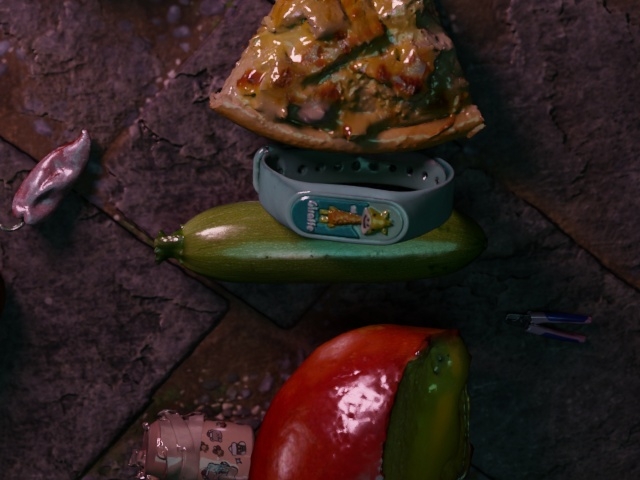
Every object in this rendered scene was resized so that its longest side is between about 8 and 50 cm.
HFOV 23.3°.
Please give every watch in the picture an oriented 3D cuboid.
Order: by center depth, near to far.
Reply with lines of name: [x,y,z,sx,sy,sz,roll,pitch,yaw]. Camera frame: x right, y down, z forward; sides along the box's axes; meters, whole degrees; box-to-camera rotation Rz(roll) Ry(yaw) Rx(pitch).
watch: [0.036,-0.062,1.788,0.237,0.195,0.068,4,115,5]

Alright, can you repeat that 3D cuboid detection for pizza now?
pizza: [0.042,-0.205,1.762,0.323,0.089,0.223,4,105,-10]

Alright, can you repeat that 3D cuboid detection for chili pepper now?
chili pepper: [-0.318,-0.067,1.829,0.050,0.041,0.153,36,90,-40]

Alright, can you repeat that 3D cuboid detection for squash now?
squash: [0.000,0.000,1.856,0.395,0.107,0.107,-2,115,-3]

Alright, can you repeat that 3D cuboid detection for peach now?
peach: [0.072,0.252,1.900,0.281,0.281,0.338,38,105,-20]

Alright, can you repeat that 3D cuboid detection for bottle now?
bottle: [-0.164,0.266,1.968,0.152,0.099,0.099,9,113,-12]

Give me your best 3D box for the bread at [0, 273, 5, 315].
bread: [-0.476,0.159,1.891,0.124,0.084,0.344,18,112,-14]

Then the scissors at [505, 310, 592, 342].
scissors: [0.291,0.107,1.988,0.113,0.012,0.039,10,113,-10]
